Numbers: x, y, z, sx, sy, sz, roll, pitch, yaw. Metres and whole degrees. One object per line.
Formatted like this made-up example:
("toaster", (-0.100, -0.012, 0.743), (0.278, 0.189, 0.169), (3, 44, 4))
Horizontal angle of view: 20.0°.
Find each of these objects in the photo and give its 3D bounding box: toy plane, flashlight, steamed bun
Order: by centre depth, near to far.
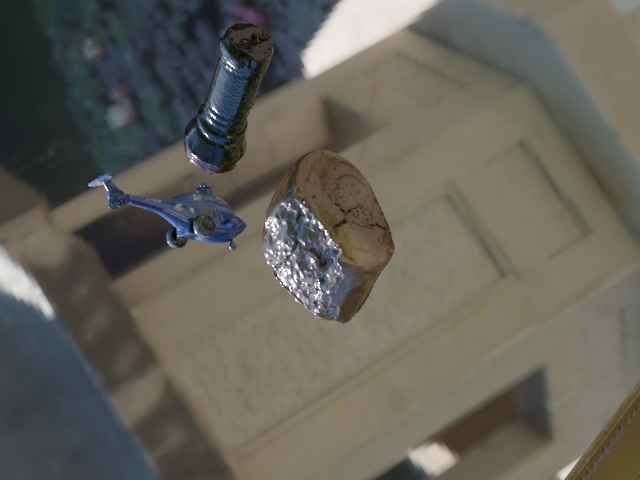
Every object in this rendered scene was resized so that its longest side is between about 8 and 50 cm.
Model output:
("toy plane", (-0.137, -0.031, 1.690), (0.054, 0.167, 0.062), (-21, 64, 47))
("steamed bun", (0.000, 0.000, 2.070), (0.175, 0.106, 0.145), (60, 138, 25))
("flashlight", (-0.117, -0.189, 2.384), (0.093, 0.093, 0.232), (50, 142, 22))

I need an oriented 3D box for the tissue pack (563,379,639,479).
("tissue pack", (0.321, 0.237, 1.323), (0.274, 0.145, 0.194), (49, 121, 33))
